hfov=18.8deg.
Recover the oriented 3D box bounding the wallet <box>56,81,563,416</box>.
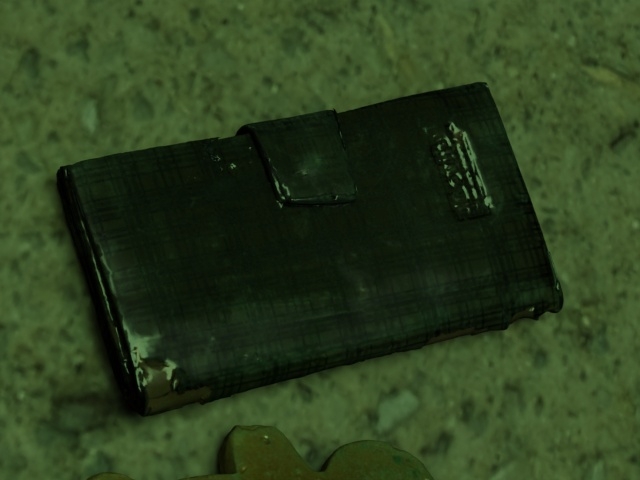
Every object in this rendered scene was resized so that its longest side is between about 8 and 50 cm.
[{"bbox_3d":[0.000,0.000,1.234,0.317,0.044,0.169,-12,77,-27],"label":"wallet"}]

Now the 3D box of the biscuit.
[{"bbox_3d":[-0.024,0.177,1.149,0.234,0.030,0.153,-15,61,-39],"label":"biscuit"}]
